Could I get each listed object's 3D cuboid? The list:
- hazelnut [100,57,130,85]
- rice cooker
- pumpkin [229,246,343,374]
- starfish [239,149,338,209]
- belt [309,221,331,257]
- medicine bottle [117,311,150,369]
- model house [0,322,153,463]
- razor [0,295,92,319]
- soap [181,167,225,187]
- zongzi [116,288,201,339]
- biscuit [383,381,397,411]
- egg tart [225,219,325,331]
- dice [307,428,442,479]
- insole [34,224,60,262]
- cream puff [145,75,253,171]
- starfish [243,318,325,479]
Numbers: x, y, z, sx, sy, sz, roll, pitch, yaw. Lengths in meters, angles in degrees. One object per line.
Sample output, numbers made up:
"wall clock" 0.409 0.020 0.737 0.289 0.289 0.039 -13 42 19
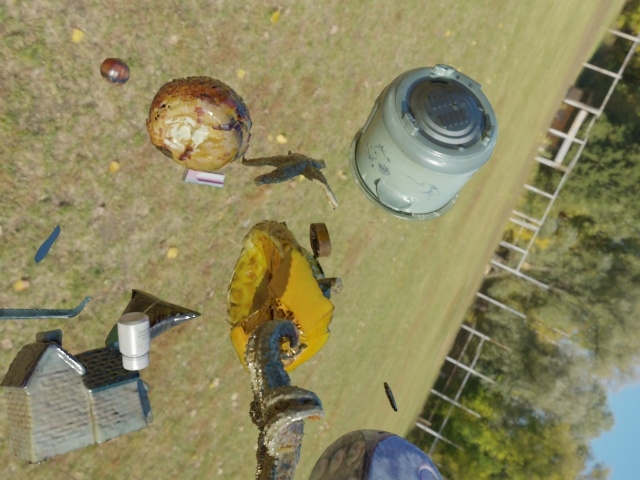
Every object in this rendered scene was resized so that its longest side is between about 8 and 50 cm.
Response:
"hazelnut" -0.605 -0.497 1.825 0.086 0.086 0.086 -56 163 -27
"rice cooker" 0.208 -0.195 1.296 0.317 0.264 0.316 -61 -179 2
"pumpkin" -0.042 0.125 1.068 0.126 0.131 0.248 -7 146 -50
"starfish" -0.070 -0.206 1.854 0.375 0.327 0.095 -16 134 -47
"belt" 0.000 0.000 1.394 0.059 0.036 0.083 117 -36 -58
"medicine bottle" -0.318 0.172 1.061 0.052 0.052 0.089 -32 126 -63
"model house" -0.582 0.343 1.481 0.298 0.243 0.285 -9 92 -43
"razor" -0.537 0.137 1.183 0.190 0.033 0.066 -2 157 -39
"soap" -0.449 -0.242 2.360 0.100 0.149 0.056 -158 -103 -65
"zongzi" -0.520 0.288 1.888 0.248 0.240 0.111 -65 156 -23
"biscuit" 0.186 0.410 1.651 0.092 0.016 0.082 -102 168 -61
"egg tart" -0.100 0.138 1.521 0.168 0.388 0.388 1 121 -32
"dice" 0.130 0.651 1.522 0.270 0.271 0.270 -42 -161 37
"insole" -0.743 0.009 1.690 0.045 0.002 0.135 97 7 -47
"cream puff" -0.266 -0.267 1.395 0.164 0.239 0.240 -77 180 -48
"starfish" -0.054 0.262 0.799 0.312 0.112 0.304 -94 -176 -61
